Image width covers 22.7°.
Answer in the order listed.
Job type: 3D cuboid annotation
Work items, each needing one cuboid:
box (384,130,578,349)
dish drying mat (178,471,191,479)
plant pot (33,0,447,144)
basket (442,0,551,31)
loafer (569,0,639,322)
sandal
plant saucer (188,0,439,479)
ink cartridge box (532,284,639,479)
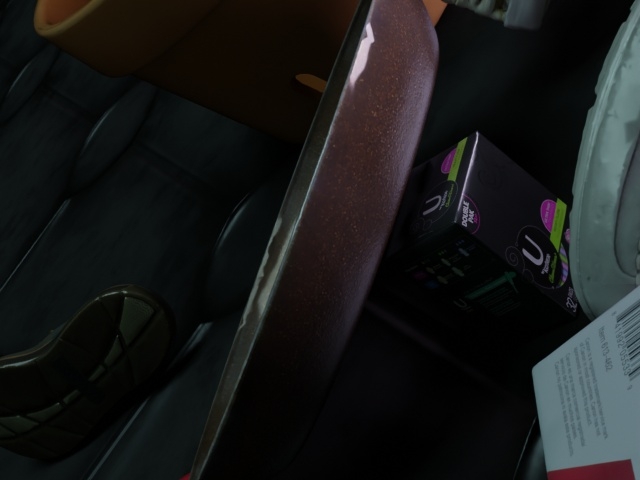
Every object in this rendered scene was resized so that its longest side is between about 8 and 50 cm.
[{"bbox_3d":[0.082,0.001,0.773,0.052,0.083,0.062,-31,31,43],"label":"box"},{"bbox_3d":[-0.087,0.158,0.971,0.083,0.008,0.032,-36,30,36],"label":"dish drying mat"},{"bbox_3d":[-0.036,-0.206,1.140,0.291,0.203,0.291,-43,25,25],"label":"plant pot"},{"bbox_3d":[0.102,-0.211,0.921,0.167,0.103,0.113,-60,-18,-53],"label":"basket"},{"bbox_3d":[0.206,-0.098,0.645,0.111,0.112,0.319,24,85,44],"label":"loafer"},{"bbox_3d":[-0.178,0.088,1.151,0.219,0.090,0.060,-39,10,34],"label":"sandal"},{"bbox_3d":[0.000,0.000,0.854,0.310,0.050,0.311,-161,90,-87],"label":"plant saucer"},{"bbox_3d":[0.165,0.054,0.553,0.175,0.072,0.127,-41,25,26],"label":"ink cartridge box"}]
